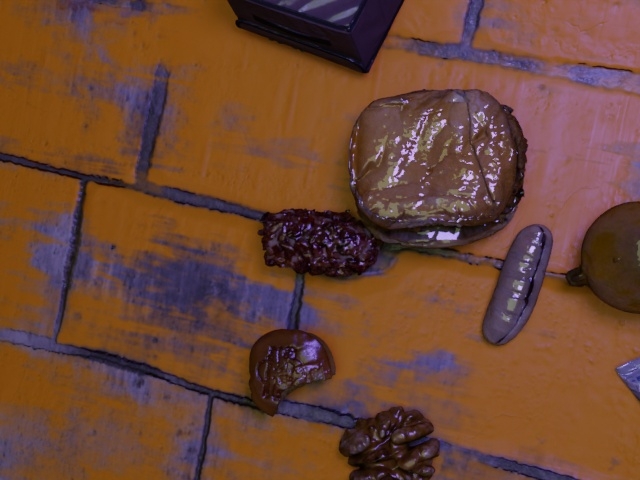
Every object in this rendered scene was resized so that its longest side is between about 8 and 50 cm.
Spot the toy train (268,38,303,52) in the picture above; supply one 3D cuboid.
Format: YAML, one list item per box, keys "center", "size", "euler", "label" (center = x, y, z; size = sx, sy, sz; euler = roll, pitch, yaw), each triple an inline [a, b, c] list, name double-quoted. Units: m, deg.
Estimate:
- center: [-0.054, -0.364, 1.492]
  size: [0.092, 0.029, 0.045]
  euler: [26, 89, 14]
  label: "toy train"

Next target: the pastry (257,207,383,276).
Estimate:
- center: [0.000, 0.002, 1.449]
  size: [0.208, 0.097, 0.115]
  euler: [9, 103, 12]
  label: "pastry"

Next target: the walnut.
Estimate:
- center: [0.117, 0.360, 1.434]
  size: [0.170, 0.069, 0.143]
  euler: [-22, 84, 10]
  label: "walnut"

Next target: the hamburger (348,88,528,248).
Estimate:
- center: [0.188, -0.115, 1.374]
  size: [0.283, 0.144, 0.260]
  euler: [4, 80, 18]
  label: "hamburger"

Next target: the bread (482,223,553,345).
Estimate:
- center: [0.324, 0.075, 1.389]
  size: [0.073, 0.053, 0.214]
  euler: [21, 95, 9]
  label: "bread"

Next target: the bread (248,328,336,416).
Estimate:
- center: [-0.059, 0.214, 1.466]
  size: [0.156, 0.086, 0.125]
  euler: [-34, 81, 11]
  label: "bread"

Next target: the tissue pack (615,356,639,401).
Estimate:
- center: [0.571, 0.259, 1.342]
  size: [0.122, 0.026, 0.193]
  euler: [-30, 83, 13]
  label: "tissue pack"

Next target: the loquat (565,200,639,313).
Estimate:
- center: [0.477, 0.030, 1.302]
  size: [0.204, 0.149, 0.172]
  euler: [-24, 88, 21]
  label: "loquat"

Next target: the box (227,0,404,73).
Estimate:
- center: [-0.007, -0.419, 1.403]
  size: [0.252, 0.153, 0.188]
  euler: [25, 84, 14]
  label: "box"
